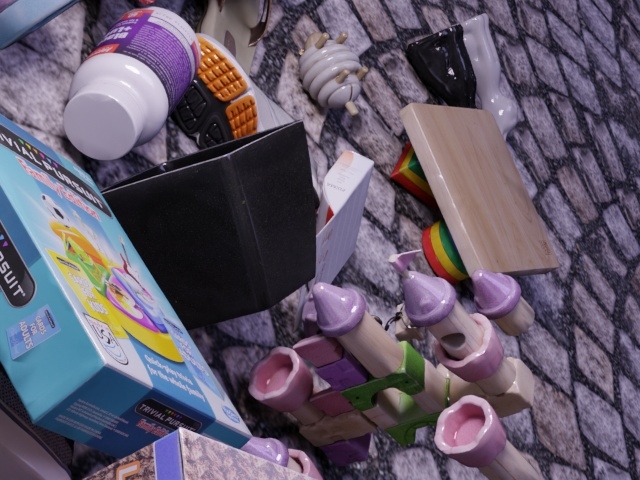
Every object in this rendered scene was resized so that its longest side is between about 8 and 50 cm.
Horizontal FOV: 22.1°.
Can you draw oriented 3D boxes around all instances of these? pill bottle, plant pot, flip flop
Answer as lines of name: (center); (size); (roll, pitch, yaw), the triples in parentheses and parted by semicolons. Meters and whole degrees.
pill bottle: (-0.203, -0.164, 1.747); (0.108, 0.108, 0.193); (51, 29, -17)
plant pot: (-0.105, -0.008, 1.703); (0.187, 0.188, 0.167); (-34, 106, -62)
flip flop: (-0.102, -0.299, 2.062); (0.112, 0.080, 0.277); (40, 35, -33)

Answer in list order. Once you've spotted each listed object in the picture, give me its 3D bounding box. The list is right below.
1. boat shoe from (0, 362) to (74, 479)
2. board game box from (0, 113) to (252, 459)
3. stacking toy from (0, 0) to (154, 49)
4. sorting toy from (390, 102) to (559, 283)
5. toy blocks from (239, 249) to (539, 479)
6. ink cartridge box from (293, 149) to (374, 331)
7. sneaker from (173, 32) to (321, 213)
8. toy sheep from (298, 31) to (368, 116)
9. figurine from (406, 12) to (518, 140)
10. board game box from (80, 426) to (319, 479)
boat shoe: (-0.322, 0.086, 1.338); (0.340, 0.127, 0.158); (54, 22, -28)
board game box: (-0.219, 0.036, 1.408); (0.336, 0.079, 0.254); (55, 8, 30)
stacking toy: (-0.202, -0.307, 1.682); (0.130, 0.279, 0.309); (56, 43, -8)
sorting toy: (0.202, -0.056, 2.324); (0.255, 0.089, 0.257); (-2, 67, -59)
toy blocks: (0.051, 0.113, 1.709); (0.260, 0.288, 0.309); (46, 37, -36)
ink cartridge box: (0.000, 0.000, 1.918); (0.045, 0.145, 0.179); (24, 42, 15)
sneaker: (-0.089, -0.142, 1.945); (0.262, 0.099, 0.121); (57, 20, -23)
toy sheep: (0.017, -0.220, 2.175); (0.091, 0.091, 0.132); (11, 48, -55)
figurine: (0.237, -0.235, 2.563); (0.215, 0.092, 0.209); (-32, 100, -62)
board game box: (-0.128, 0.289, 1.268); (0.232, 0.291, 0.141); (29, 41, -45)
